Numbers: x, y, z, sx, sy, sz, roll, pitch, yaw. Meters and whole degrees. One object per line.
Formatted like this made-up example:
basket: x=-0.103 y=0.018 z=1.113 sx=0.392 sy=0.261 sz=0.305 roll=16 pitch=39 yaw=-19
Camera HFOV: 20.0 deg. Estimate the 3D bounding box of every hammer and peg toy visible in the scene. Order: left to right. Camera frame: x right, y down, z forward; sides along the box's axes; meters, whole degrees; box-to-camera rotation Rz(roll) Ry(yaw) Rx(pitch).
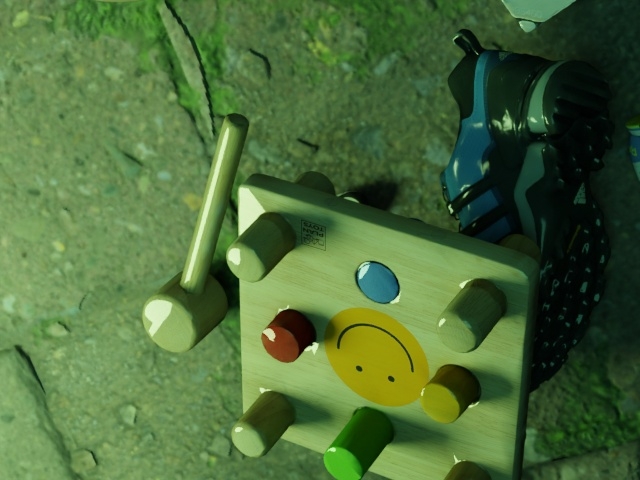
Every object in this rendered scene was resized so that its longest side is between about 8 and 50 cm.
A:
hammer and peg toy: x=0.000 y=0.067 z=1.468 sx=0.361 sy=0.127 sz=0.266 roll=18 pitch=129 yaw=23

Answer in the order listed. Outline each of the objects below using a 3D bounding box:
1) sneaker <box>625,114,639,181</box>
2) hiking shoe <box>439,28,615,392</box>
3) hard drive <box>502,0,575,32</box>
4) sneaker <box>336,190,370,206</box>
sneaker: x=0.317 y=-0.070 z=1.459 sx=0.144 sy=0.053 sz=0.059 roll=5 pitch=107 yaw=21
hiking shoe: x=0.162 y=-0.018 z=1.501 sx=0.132 sy=0.113 sz=0.304 roll=25 pitch=121 yaw=38
hard drive: x=0.160 y=-0.363 z=1.402 sx=0.237 sy=0.064 sz=0.339 roll=-33 pitch=97 yaw=21
sneaker: x=0.000 y=0.000 z=1.562 sx=0.109 sy=0.044 sz=0.040 roll=-43 pitch=91 yaw=20
